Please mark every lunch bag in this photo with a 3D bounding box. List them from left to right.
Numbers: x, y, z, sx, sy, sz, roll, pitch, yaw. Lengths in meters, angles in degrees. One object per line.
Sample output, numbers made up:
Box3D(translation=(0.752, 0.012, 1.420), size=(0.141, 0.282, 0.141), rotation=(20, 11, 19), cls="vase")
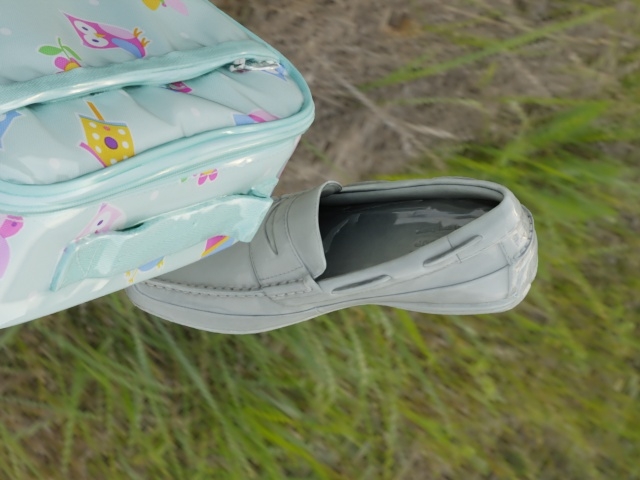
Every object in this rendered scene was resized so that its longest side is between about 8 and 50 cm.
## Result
Box3D(translation=(-0.139, -0.068, 0.861), size=(0.279, 0.224, 0.108), rotation=(-24, 144, -55), cls="lunch bag")

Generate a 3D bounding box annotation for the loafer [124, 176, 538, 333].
Box3D(translation=(0.000, 0.000, 1.341), size=(0.319, 0.112, 0.111), rotation=(-5, 141, 12), cls="loafer")
